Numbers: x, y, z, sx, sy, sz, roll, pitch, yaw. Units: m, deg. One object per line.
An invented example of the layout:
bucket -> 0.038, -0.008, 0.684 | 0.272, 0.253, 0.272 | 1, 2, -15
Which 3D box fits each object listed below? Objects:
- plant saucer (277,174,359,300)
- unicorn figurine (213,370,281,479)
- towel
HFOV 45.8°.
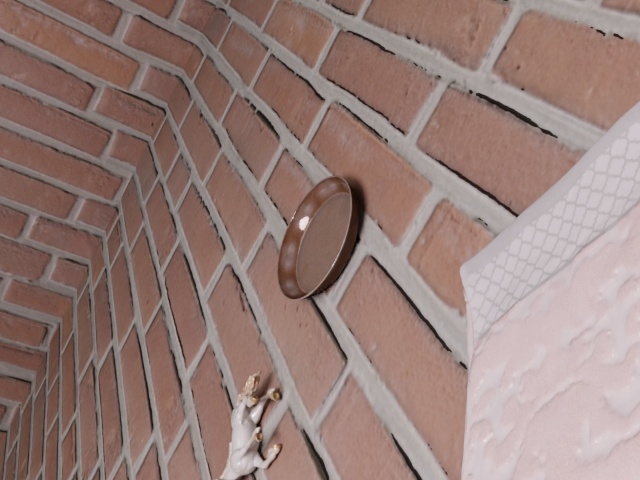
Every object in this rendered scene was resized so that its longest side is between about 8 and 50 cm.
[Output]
plant saucer -> 0.000, 0.000, 0.961 | 0.168, 0.029, 0.168 | -44, 34, 40
unicorn figurine -> -0.094, 0.248, 0.923 | 0.111, 0.060, 0.162 | -45, 18, 38
towel -> 0.200, 0.033, 0.459 | 0.332, 0.053, 0.317 | -48, 19, 37
